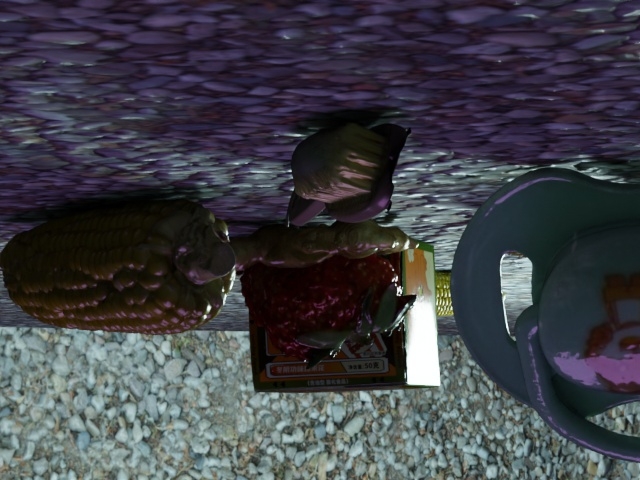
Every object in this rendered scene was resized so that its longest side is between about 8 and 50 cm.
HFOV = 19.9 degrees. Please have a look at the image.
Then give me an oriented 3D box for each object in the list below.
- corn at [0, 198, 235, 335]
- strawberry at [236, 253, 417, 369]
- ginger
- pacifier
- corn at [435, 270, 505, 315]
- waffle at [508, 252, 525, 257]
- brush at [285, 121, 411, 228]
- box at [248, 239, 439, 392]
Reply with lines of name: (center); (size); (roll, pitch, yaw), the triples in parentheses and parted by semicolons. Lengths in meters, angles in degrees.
corn: (-0.198, 0.029, 1.757); (0.130, 0.130, 0.347); (3, 174, -39)
strawberry: (0.000, 0.038, 2.034); (0.174, 0.098, 0.228); (-15, -149, -18)
ginger: (0.000, 0.000, 1.915); (0.193, 0.052, 0.176); (-7, 178, -26)
pacifier: (0.298, 0.042, 1.638); (0.343, 0.288, 0.269); (1, -159, 17)
corn: (0.168, 0.077, 2.622); (0.206, 0.067, 0.067); (-2, 175, -22)
waffle: (0.255, 0.009, 1.940); (0.149, 0.051, 0.194); (29, -172, 12)
brush: (-0.002, -0.052, 1.397); (0.067, 0.072, 0.313); (23, 173, -10)
box: (0.029, 0.092, 2.174); (0.195, 0.177, 0.148); (-4, 173, 20)
